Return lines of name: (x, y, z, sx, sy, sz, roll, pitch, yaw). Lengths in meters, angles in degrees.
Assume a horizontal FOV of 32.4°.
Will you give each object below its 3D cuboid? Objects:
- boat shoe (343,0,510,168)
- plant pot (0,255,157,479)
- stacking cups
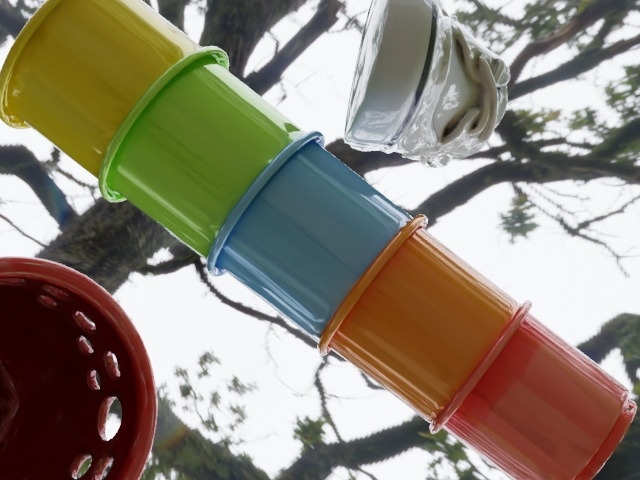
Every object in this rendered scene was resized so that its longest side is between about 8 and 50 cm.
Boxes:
boat shoe: (0.063, -0.084, 0.629, 0.088, 0.267, 0.096, 12, -94, 2)
plant pot: (-0.230, 0.109, 0.734, 0.191, 0.174, 0.191, 3, -95, -36)
stacking cups: (0.000, 0.000, 0.516, 0.316, 0.096, 0.096, 37, -97, 5)
